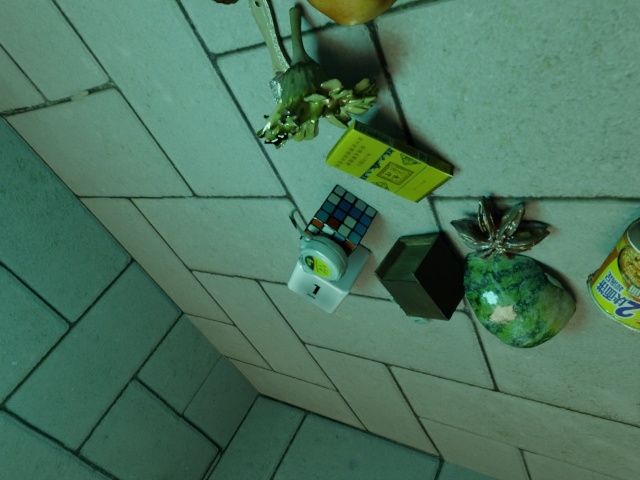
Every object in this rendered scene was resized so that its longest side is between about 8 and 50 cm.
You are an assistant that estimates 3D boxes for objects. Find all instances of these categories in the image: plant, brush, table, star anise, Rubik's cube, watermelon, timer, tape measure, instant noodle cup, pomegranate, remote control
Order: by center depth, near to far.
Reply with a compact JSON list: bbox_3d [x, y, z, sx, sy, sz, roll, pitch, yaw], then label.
[{"bbox_3d":[0.051,-0.481,0.817,0.209,0.209,0.209,23,147,16],"label":"pomegranate"},{"bbox_3d":[0.695,0.063,0.995,0.213,0.213,0.174,18,137,23],"label":"instant noodle cup"},{"bbox_3d":[-0.032,-0.321,1.044,0.305,0.261,0.297,-5,131,23],"label":"plant"},{"bbox_3d":[-0.107,-0.427,1.163,0.069,0.065,0.328,14,142,33],"label":"brush"},{"bbox_3d":[0.441,-0.018,1.209,0.229,0.093,0.236,18,149,13],"label":"star anise"},{"bbox_3d":[0.527,0.153,1.321,0.305,0.180,0.224,39,104,-3],"label":"watermelon"},{"bbox_3d":[0.000,-0.001,1.331,0.163,0.084,0.330,19,147,17],"label":"tape measure"},{"bbox_3d":[0.302,0.101,1.398,0.193,0.172,0.169,49,153,-21],"label":"table"},{"bbox_3d":[0.053,-0.043,1.451,0.154,0.151,0.155,35,148,-1],"label":"Rubik's cube"},{"bbox_3d":[0.025,0.099,1.626,0.194,0.192,0.195,31,148,3],"label":"timer"},{"bbox_3d":[0.319,0.244,1.718,0.162,0.029,0.061,46,144,-11],"label":"remote control"}]

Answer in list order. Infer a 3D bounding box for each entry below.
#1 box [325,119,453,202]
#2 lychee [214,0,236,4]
[{"bbox_3d":[0.168,-0.188,1.182,0.278,0.041,0.153,21,150,-16],"label":"box"},{"bbox_3d":[-0.213,-0.569,0.955,0.194,0.194,0.194,23,147,16],"label":"lychee"}]
